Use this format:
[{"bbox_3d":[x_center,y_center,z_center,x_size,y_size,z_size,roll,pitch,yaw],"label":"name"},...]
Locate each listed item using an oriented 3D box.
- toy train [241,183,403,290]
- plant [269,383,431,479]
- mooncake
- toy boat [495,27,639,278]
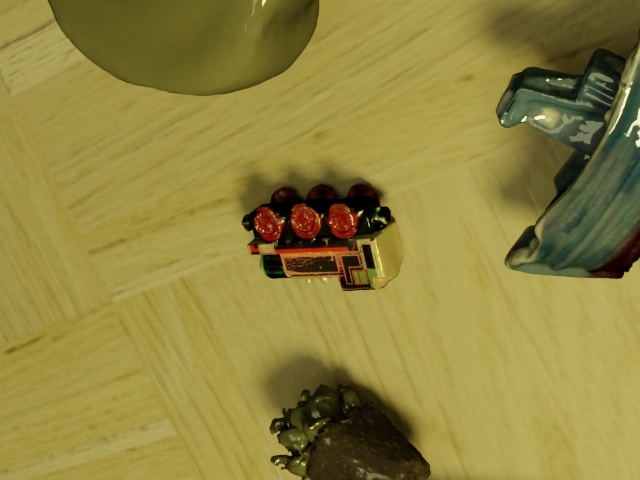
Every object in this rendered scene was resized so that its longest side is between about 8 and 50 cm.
[{"bbox_3d":[0.000,0.000,1.267,0.138,0.050,0.087,-2,112,30],"label":"toy train"},{"bbox_3d":[0.022,0.183,1.291,0.143,0.094,0.092,35,130,35],"label":"plant"},{"bbox_3d":[-0.105,-0.246,1.178,0.275,0.135,0.275,11,113,28],"label":"mooncake"},{"bbox_3d":[0.205,-0.097,1.064,0.142,0.129,0.309,26,121,3],"label":"toy boat"}]
